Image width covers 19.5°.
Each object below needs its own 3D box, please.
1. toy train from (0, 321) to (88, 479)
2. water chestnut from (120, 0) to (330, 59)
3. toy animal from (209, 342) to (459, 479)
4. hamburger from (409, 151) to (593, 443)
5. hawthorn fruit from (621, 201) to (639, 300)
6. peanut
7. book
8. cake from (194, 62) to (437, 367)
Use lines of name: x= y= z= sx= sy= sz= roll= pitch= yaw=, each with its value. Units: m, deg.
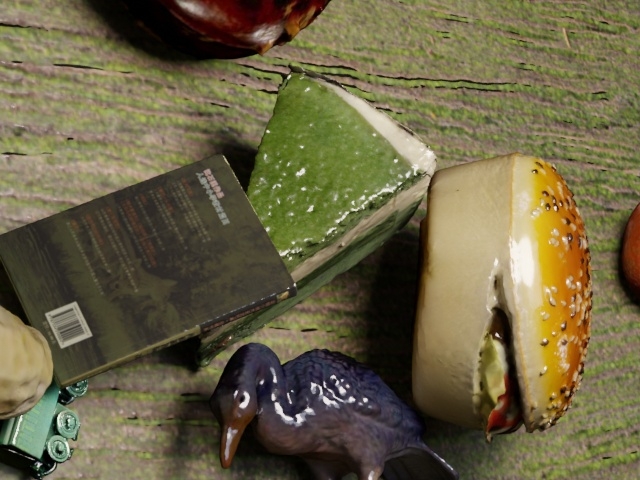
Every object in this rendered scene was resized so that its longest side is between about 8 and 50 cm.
toy train: x=-0.240 y=0.138 z=1.631 sx=0.071 sy=0.038 sz=0.148 roll=29 pitch=55 yaw=-27
water chestnut: x=-0.079 y=-0.330 z=1.817 sx=0.300 sy=0.300 sz=0.300 roll=19 pitch=60 yaw=-36
toy animal: x=0.011 y=0.193 z=1.777 sx=0.298 sy=0.122 sz=0.185 roll=4 pitch=69 yaw=-43
hamburger: x=0.187 y=0.058 z=1.887 sx=0.300 sy=0.176 sz=0.300 roll=3 pitch=90 yaw=-80
hawthorn fruit: x=0.426 y=0.012 z=2.234 sx=0.133 sy=0.133 sz=0.138 roll=15 pitch=52 yaw=-38
peanut: x=-0.344 y=0.083 z=1.498 sx=0.290 sy=0.130 sz=0.130 roll=14 pitch=63 yaw=-37
book: x=-0.156 y=0.023 z=1.655 sx=0.228 sy=0.024 sz=0.160 roll=-21 pitch=64 yaw=-16
cake: x=-0.003 y=0.004 z=1.778 sx=0.172 sy=0.158 sz=0.283 roll=17 pitch=58 yaw=2
